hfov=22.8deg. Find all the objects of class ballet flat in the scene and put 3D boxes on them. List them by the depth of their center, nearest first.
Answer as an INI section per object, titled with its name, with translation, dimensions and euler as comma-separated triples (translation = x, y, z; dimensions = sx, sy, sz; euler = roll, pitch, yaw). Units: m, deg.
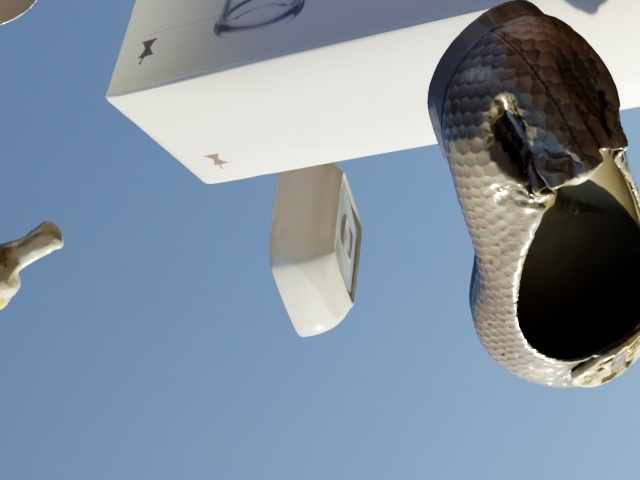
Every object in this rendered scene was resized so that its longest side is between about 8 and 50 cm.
[ballet flat]
translation = 0.098, 0.002, 0.606
dimensions = 0.058, 0.084, 0.250
euler = 45, 170, 33

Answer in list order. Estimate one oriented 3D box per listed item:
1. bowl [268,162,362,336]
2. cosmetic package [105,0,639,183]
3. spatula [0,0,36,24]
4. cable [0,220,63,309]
[bowl]
translation = 0.000, 0.000, 1.395
dimensions = 0.142, 0.053, 0.142
euler = 72, -160, -50
[cosmetic package]
translation = 0.096, -0.191, 0.752
dimensions = 0.097, 0.377, 0.284
euler = 39, -128, -44
[spatula]
translation = -0.233, -0.149, 0.741
dimensions = 0.168, 0.242, 0.019
euler = -60, -16, -21
[cable]
translation = -0.245, 0.047, 0.653
dimensions = 0.139, 0.287, 0.072
euler = 34, -157, -32
